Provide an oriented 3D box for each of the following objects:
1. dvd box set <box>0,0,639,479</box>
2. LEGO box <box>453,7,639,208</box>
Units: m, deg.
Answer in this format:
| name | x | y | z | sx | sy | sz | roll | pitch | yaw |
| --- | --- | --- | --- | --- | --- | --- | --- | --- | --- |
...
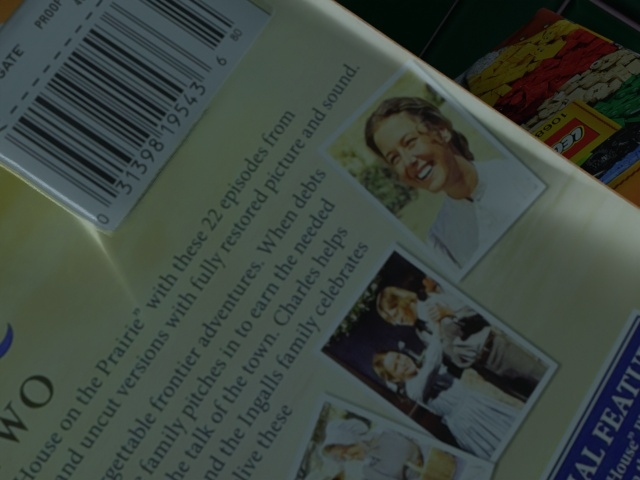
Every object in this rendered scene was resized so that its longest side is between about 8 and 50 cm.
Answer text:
| name | x | y | z | sx | sy | sz | roll | pitch | yaw |
| --- | --- | --- | --- | --- | --- | --- | --- | --- | --- |
| dvd box set | 0.006 | 0.107 | 0.360 | 0.420 | 0.308 | 0.062 | 33 | -19 | 0 |
| LEGO box | 0.312 | 0.074 | 1.068 | 0.500 | 0.193 | 0.372 | 50 | 5 | -22 |
